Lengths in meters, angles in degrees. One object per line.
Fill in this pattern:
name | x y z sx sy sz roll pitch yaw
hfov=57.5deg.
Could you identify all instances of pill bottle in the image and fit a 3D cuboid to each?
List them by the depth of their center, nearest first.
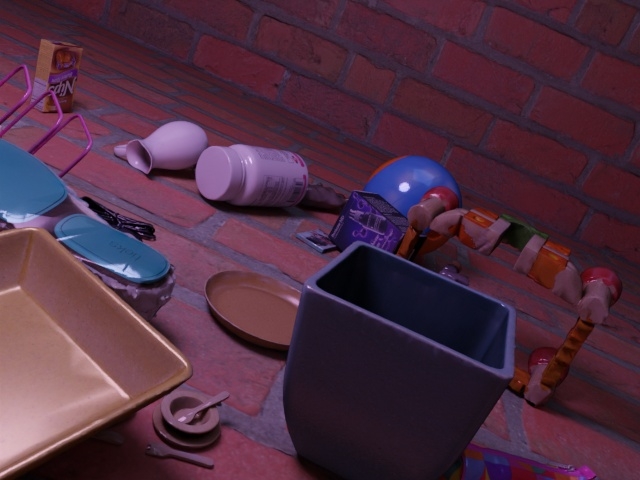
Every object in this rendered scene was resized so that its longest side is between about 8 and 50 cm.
pill bottle | -0.178 -0.169 1.544 0.160 0.160 0.283 36 22 32

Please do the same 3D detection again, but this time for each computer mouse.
computer mouse | -0.401 -0.020 1.042 0.184 0.060 0.262 21 19 -10

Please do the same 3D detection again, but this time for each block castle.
block castle | 0.363 0.101 1.251 0.453 0.303 0.213 30 27 19

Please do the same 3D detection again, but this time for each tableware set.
tableware set | -0.211 0.198 0.714 0.194 0.039 0.128 19 20 -13

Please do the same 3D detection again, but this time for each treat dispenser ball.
treat dispenser ball | 0.257 -0.099 1.665 0.288 0.288 0.288 21 19 -8

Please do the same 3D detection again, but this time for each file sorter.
file sorter | -0.581 -0.231 1.027 0.290 0.182 0.202 47 -1 -43

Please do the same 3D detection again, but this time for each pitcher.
pitcher | -0.418 -0.246 1.534 0.178 0.125 0.207 18 31 34

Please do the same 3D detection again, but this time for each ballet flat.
ballet flat | -0.400 0.001 0.871 0.409 0.147 0.147 35 21 12

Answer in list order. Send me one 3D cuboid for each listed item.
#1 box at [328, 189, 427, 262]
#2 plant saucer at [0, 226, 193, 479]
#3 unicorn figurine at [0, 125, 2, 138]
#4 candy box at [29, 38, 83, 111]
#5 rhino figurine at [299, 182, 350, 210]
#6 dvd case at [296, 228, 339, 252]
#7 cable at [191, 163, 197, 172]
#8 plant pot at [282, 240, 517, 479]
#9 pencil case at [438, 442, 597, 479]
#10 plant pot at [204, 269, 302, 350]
box | 0.142 -0.010 1.488 0.108 0.153 0.207 3 31 -46
plant saucer | -0.361 0.130 0.594 0.333 0.081 0.333 33 33 27
unicorn figurine | -0.705 -0.217 1.230 0.162 0.060 0.111 49 27 18
candy box | -0.726 -0.450 1.606 0.053 0.186 0.109 25 20 13
rhino figurine | 0.010 -0.134 1.804 0.243 0.073 0.106 8 21 -41
dvd case | 0.000 0.000 1.526 0.087 0.013 0.119 32 19 23
cable | -0.261 -0.186 1.696 0.139 0.072 0.287 18 -2 41
plant pot | 0.088 0.182 0.770 0.248 0.252 0.247 23 18 13
pencil case | 0.263 0.339 0.807 0.236 0.104 0.104 16 20 -18
plant pot | -0.098 0.128 1.045 0.236 0.032 0.236 21 18 -7
